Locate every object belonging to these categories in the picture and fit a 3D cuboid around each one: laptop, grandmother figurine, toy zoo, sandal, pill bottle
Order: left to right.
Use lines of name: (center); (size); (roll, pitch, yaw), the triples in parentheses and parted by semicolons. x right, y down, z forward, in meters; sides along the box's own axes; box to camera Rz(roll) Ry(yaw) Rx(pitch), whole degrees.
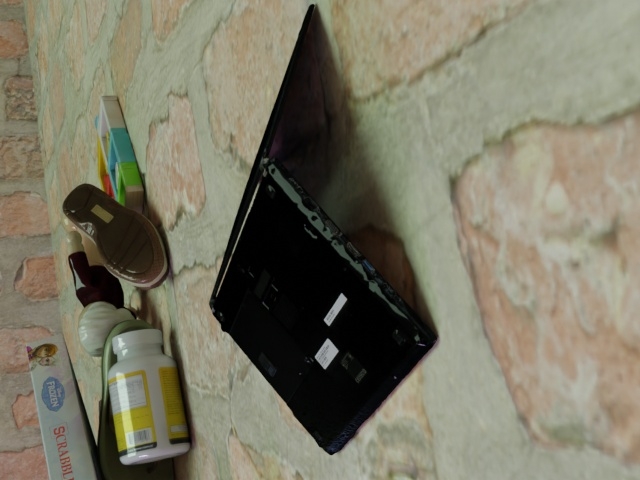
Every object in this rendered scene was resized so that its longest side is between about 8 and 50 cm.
grandmother figurine: (-0.383, 0.080, 1.521); (0.208, 0.104, 0.342); (47, -171, -33)
toy zoo: (-0.360, -0.118, 1.553); (0.192, 0.030, 0.293); (106, 149, -44)
sandal: (-0.282, 0.276, 1.366); (0.086, 0.120, 0.303); (1, 98, 53)
pill bottle: (-0.255, 0.228, 1.288); (0.103, 0.103, 0.184); (135, 126, -63)
laptop: (0.000, 0.000, 0.708); (0.264, 0.136, 0.234); (48, 148, 14)

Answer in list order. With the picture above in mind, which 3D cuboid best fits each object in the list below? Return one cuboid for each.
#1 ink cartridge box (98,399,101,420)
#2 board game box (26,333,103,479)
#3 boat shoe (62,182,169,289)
ink cartridge box: (-0.319, 0.515, 1.549); (0.385, 0.091, 0.308); (-116, 29, -43)
board game box: (-0.392, 0.372, 1.425); (0.319, 0.065, 0.318); (-121, 22, -45)
boat shoe: (-0.299, 0.000, 1.364); (0.257, 0.095, 0.095); (42, 173, 38)
